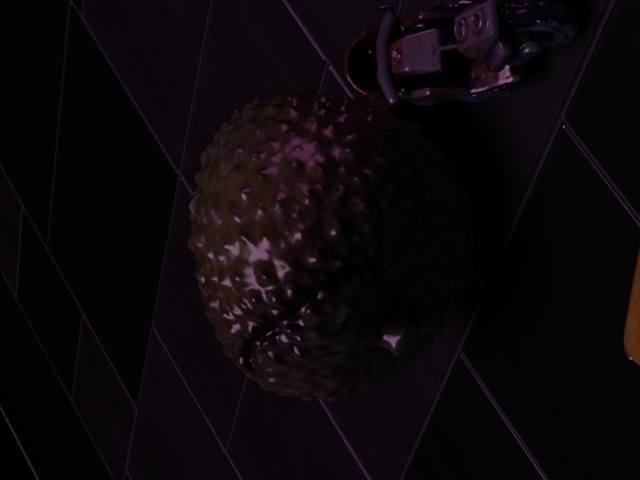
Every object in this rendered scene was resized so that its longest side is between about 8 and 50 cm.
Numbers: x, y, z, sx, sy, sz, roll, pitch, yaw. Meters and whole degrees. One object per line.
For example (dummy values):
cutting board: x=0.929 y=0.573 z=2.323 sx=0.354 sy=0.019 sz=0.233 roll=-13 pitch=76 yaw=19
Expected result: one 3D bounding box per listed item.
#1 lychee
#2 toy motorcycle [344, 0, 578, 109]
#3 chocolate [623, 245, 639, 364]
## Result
lychee: x=0.000 y=0.000 z=1.458 sx=0.274 sy=0.255 sz=0.255 roll=45 pitch=146 yaw=30
toy motorcycle: x=0.097 y=-0.146 z=1.316 sx=0.213 sy=0.122 sz=0.082 roll=160 pitch=104 yaw=-64
chocolate: x=0.248 y=-0.012 z=1.154 sx=0.085 sy=0.085 sz=0.219 roll=43 pitch=144 yaw=44
